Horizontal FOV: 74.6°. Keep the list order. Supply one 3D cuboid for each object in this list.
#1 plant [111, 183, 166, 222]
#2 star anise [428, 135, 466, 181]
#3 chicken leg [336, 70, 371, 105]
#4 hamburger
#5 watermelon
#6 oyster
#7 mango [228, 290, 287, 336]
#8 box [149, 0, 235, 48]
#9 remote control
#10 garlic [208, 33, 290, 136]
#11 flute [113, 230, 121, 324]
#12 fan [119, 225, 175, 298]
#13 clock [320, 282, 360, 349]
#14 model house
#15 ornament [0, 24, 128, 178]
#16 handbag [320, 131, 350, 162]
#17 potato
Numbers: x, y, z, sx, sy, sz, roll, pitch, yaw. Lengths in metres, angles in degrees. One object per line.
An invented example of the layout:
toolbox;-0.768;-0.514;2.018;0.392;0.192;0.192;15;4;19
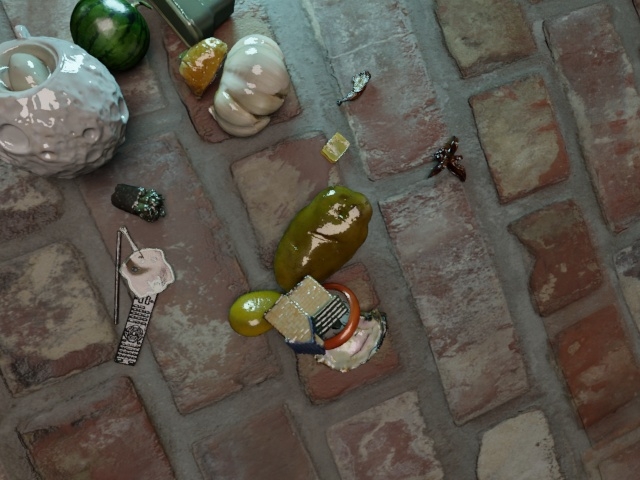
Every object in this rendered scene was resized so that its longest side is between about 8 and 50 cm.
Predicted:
plant;-0.507;-0.105;1.181;0.143;0.094;0.092;19;72;1
star anise;0.427;-0.269;1.340;0.140;0.144;0.159;-6;90;-19
chicken leg;0.110;-0.481;1.330;0.062;0.037;0.145;30;83;13
hamburger;-0.340;-0.494;1.179;0.102;0.087;0.176;19;115;-44
watermelon;-0.552;-0.564;1.120;0.188;0.188;0.215;38;97;-9
oyster;0.088;0.288;1.295;0.259;0.092;0.198;-29;92;7
mango;-0.170;0.210;1.225;0.195;0.137;0.098;-8;134;-15
box;-0.376;-0.704;1.188;0.178;0.138;0.274;-42;98;-13
remote control;-0.525;0.237;1.204;0.063;0.025;0.246;18;86;-12
garlic;-0.182;-0.438;1.199;0.203;0.184;0.281;18;85;-26
flute;-0.580;0.106;1.200;0.014;0.014;0.270;2;89;-11
fan;-0.515;0.054;1.203;0.132;0.009;0.220;-32;93;-24
clock;0.021;0.223;1.245;0.205;0.205;0.051;-54;142;-7
model house;-0.021;0.221;1.144;0.172;0.166;0.183;37;77;32
ornament;-0.652;-0.314;1.037;0.336;0.337;0.338;0;90;-11
handbag;0.047;-0.291;1.320;0.061;0.027;0.083;40;80;-8
potato;0.000;0.000;1.251;0.369;0.176;0.195;-48;132;-1
